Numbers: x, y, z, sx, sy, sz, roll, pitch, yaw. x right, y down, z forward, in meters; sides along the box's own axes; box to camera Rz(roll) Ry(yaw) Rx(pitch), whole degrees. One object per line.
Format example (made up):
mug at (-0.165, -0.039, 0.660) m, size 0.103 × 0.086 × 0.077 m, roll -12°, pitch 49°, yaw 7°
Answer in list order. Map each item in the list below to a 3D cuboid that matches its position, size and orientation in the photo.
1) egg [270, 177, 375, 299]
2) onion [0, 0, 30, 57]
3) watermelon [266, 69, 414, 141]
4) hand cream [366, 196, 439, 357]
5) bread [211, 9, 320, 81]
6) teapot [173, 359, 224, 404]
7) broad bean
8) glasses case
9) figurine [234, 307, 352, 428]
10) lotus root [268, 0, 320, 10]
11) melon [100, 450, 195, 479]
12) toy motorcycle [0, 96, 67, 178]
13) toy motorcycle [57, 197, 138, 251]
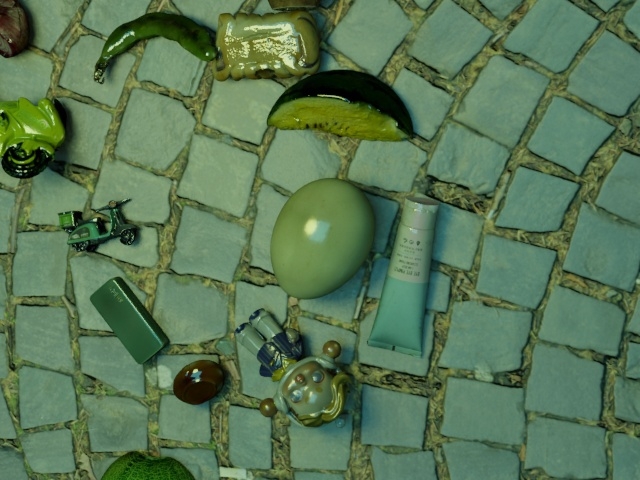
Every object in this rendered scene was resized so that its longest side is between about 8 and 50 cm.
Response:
egg at (0.000, 0.000, 1.769) m, size 0.188 × 0.188 × 0.254 m, roll 29°, pitch 107°, yaw 9°
onion at (-0.685, -0.481, 1.942) m, size 0.206 × 0.151 × 0.098 m, roll 48°, pitch 69°, yaw -5°
watermelon at (0.039, -0.261, 1.803) m, size 0.301 × 0.123 × 0.129 m, roll 10°, pitch 129°, yaw 12°
hand cream at (0.174, 0.073, 1.809) m, size 0.111 × 0.070 × 0.312 m, roll 13°, pitch 105°, yaw 10°
bread at (-0.111, -0.384, 1.816) m, size 0.225 × 0.081 × 0.134 m, roll 2°, pitch 106°, yaw 15°
teapot at (-0.257, 0.290, 1.916) m, size 0.098 × 0.078 × 0.129 m, roll 29°, pitch 121°, yaw -30°
broad bean at (-0.331, -0.401, 1.866) m, size 0.292 × 0.049 × 0.144 m, roll -5°, pitch 69°, yaw 21°
glasses case at (-0.406, 0.169, 1.954) m, size 0.078 × 0.039 × 0.184 m, roll -40°, pitch 85°, yaw 13°
figurine at (-0.062, 0.268, 1.843) m, size 0.274 × 0.133 × 0.194 m, roll 23°, pitch 76°, yaw 16°
lotus root at (-0.055, -0.487, 1.780) m, size 0.112 × 0.122 × 0.081 m, roll -6°, pitch 100°, yaw -11°
melon at (-0.379, 0.543, 1.936) m, size 0.265 × 0.129 × 0.169 m, roll 4°, pitch 92°, yaw 14°
toy motorcycle at (-0.664, -0.252, 1.918) m, size 0.342 × 0.206 × 0.142 m, roll 28°, pitch 132°, yaw 19°
toy motorcycle at (-0.466, -0.029, 1.945) m, size 0.173 × 0.058 × 0.100 m, roll -10°, pitch 86°, yaw 16°
